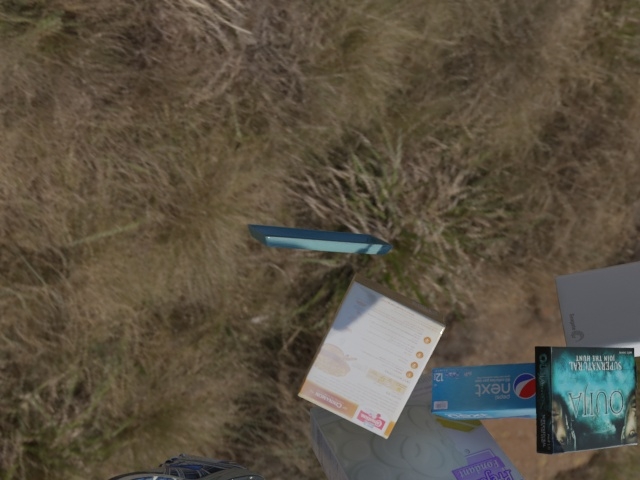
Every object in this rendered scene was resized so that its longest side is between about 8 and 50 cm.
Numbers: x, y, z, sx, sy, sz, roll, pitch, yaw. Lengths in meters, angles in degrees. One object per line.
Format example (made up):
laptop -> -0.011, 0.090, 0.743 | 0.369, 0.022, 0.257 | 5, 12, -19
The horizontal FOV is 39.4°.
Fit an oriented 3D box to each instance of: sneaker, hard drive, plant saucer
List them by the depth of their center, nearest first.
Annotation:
sneaker -> -0.113, 0.198, 0.709 | 0.135, 0.058, 0.052 | 8, 100, -31
plant saucer -> 0.000, 0.000, 1.196 | 0.192, 0.067, 0.018 | 5, 102, -28
hard drive -> 0.650, 0.124, 1.744 | 0.353, 0.233, 0.047 | -12, 125, 16

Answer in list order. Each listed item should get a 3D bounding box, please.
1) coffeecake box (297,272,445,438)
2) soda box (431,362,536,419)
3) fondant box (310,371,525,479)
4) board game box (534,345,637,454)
coffeecake box -> 0.072, 0.162, 1.269 | 0.142, 0.068, 0.185 | 26, 100, 1
soda box -> 0.266, 0.213, 1.260 | 0.071, 0.210, 0.067 | 32, 57, -52
fondant box -> 0.153, 0.357, 1.335 | 0.238, 0.330, 0.096 | -13, 128, -18
board game box -> 0.329, 0.193, 1.099 | 0.186, 0.026, 0.126 | 6, 81, -40
